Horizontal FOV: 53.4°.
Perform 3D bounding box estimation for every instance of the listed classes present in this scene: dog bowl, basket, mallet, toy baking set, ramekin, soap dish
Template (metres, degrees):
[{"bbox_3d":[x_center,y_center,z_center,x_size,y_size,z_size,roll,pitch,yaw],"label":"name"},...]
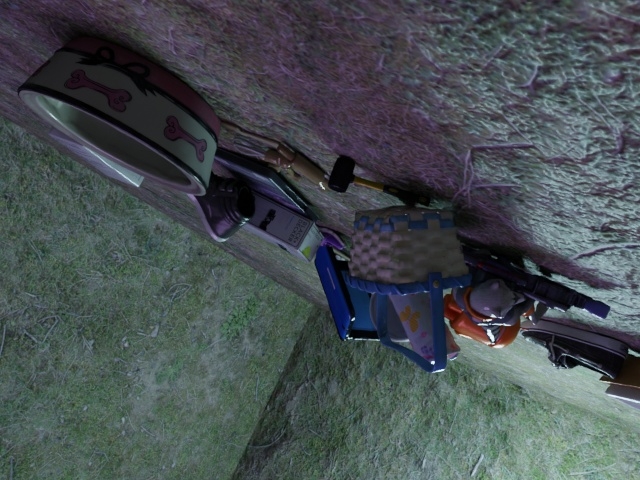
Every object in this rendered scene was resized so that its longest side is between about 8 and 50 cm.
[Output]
[{"bbox_3d":[-0.385,-0.252,1.302,0.408,0.150,0.408,24,170,5],"label":"dog bowl"},{"bbox_3d":[0.163,0.081,1.195,0.201,0.288,0.255,-1,-173,-20],"label":"basket"},{"bbox_3d":[0.111,-0.107,1.170,0.190,0.062,0.039,11,170,2],"label":"mallet"},{"bbox_3d":[-0.090,-0.167,1.344,0.197,0.030,0.256,15,165,47],"label":"toy baking set"},{"bbox_3d":[0.259,0.201,1.877,0.207,0.207,0.109,18,176,37],"label":"ramekin"},{"bbox_3d":[0.827,0.353,1.456,0.229,0.118,0.291,24,170,-7],"label":"soap dish"}]

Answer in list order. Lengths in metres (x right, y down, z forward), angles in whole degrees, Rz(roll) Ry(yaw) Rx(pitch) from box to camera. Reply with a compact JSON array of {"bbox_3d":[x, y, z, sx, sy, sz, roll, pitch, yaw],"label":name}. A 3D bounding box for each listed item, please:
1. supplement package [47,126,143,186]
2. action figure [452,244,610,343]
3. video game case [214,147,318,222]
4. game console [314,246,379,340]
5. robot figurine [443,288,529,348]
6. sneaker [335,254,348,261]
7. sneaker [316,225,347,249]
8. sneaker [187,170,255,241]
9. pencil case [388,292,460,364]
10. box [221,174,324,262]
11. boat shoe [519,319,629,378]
[{"bbox_3d":[-0.569,-0.267,1.698,0.134,0.139,0.244,20,167,25],"label":"supplement package"},{"bbox_3d":[0.398,0.141,1.322,0.342,0.178,0.330,23,179,25],"label":"action figure"},{"bbox_3d":[-0.136,-0.136,1.590,0.196,0.026,0.274,25,172,30],"label":"video game case"},{"bbox_3d":[0.103,0.142,1.937,0.174,0.293,0.250,-12,149,-14],"label":"game console"},{"bbox_3d":[0.427,0.203,1.671,0.220,0.158,0.128,26,-169,-3],"label":"robot figurine"},{"bbox_3d":[0.091,0.117,2.181,0.191,0.082,0.071,28,168,-20],"label":"sneaker"},{"bbox_3d":[0.000,0.000,1.844,0.170,0.071,0.068,19,168,31],"label":"sneaker"},{"bbox_3d":[-0.265,-0.150,1.584,0.147,0.104,0.295,-24,102,32],"label":"sneaker"},{"bbox_3d":[0.273,0.206,1.727,0.113,0.273,0.124,-37,157,34],"label":"pencil case"},{"bbox_3d":[-0.145,-0.055,1.719,0.290,0.087,0.169,27,172,14],"label":"box"},{"bbox_3d":[0.631,0.283,1.635,0.113,0.104,0.306,33,167,-35],"label":"boat shoe"}]
